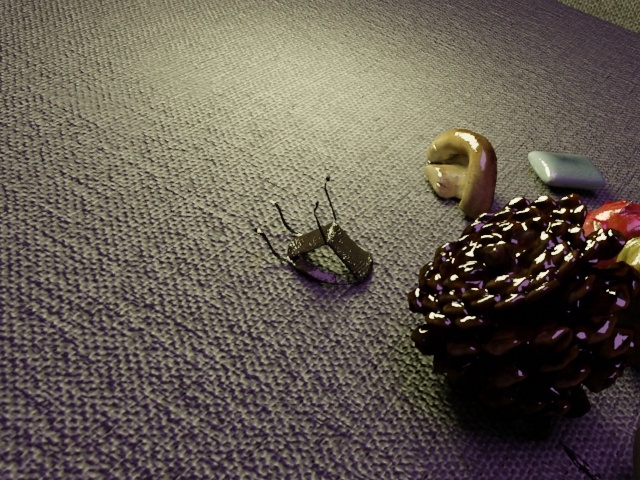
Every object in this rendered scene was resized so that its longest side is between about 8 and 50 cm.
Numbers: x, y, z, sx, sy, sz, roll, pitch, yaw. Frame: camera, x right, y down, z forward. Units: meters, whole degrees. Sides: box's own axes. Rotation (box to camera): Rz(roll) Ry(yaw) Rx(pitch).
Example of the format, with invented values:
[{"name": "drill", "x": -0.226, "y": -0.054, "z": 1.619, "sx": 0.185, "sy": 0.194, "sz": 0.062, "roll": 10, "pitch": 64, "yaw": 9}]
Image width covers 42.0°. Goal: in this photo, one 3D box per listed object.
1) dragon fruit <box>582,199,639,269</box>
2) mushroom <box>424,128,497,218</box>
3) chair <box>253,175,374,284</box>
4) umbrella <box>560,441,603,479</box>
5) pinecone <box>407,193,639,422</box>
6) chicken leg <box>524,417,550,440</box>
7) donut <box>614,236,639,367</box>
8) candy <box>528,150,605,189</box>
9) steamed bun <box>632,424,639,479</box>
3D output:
[{"name": "dragon fruit", "x": 0.623, "y": 0.012, "z": 1.736, "sx": 0.210, "sy": 0.268, "sz": 0.205, "roll": 51, "pitch": 34, "yaw": 4}, {"name": "mushroom", "x": 0.346, "y": -0.186, "z": 1.986, "sx": 0.156, "sy": 0.151, "sz": 0.285, "roll": 2, "pitch": 38, "yaw": -21}, {"name": "chair", "x": 0.000, "y": 0.000, "z": 1.662, "sx": 0.213, "sy": 0.149, "sz": 0.174, "roll": 54, "pitch": 27, "yaw": -19}, {"name": "umbrella", "x": 0.441, "y": 0.377, "z": 1.378, "sx": 0.022, "sy": 0.013, "sz": 0.122, "roll": -24, "pitch": 49, "yaw": -14}, {"name": "pinecone", "x": 0.362, "y": 0.120, "z": 1.427, "sx": 0.398, "sy": 0.397, "sz": 0.397, "roll": 10, "pitch": 36, "yaw": -8}, {"name": "chicken leg", "x": 0.374, "y": 0.320, "z": 1.422, "sx": 0.036, "sy": 0.021, "sz": 0.083, "roll": 35, "pitch": 39, "yaw": 11}, {"name": "donut", "x": 0.707, "y": 0.133, "z": 1.550, "sx": 0.360, "sy": 0.360, "sz": 0.170, "roll": 25, "pitch": 52, "yaw": 13}, {"name": "candy", "x": 0.633, "y": -0.180, "z": 2.153, "sx": 0.174, "sy": 0.071, "sz": 0.138, "roll": 4, "pitch": 36, "yaw": -18}, {"name": "steamed bun", "x": 0.588, "y": 0.398, "z": 1.284, "sx": 0.200, "sy": 0.155, "sz": 0.250, "roll": 1, "pitch": 44, "yaw": -15}]
